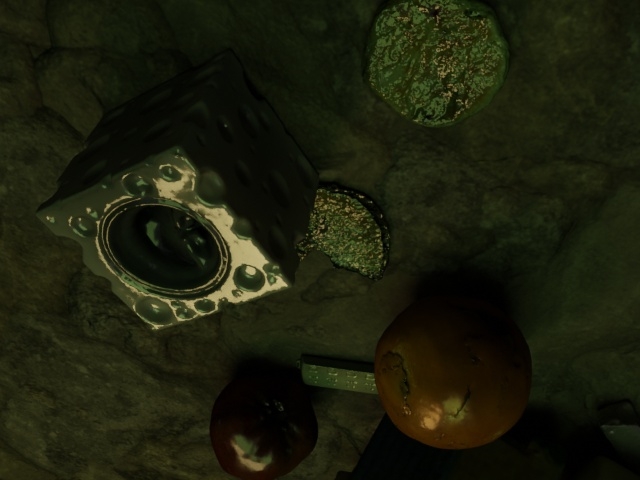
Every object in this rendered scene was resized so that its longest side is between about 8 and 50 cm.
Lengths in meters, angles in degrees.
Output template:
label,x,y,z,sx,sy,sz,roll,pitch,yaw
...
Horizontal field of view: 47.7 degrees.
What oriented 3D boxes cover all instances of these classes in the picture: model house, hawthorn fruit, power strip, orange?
label,x,y,z,sx,sy,sz,roll,pitch,yaw
model house,0.202,0.492,1.385,0.343,0.334,0.382,30,148,8
hawthorn fruit,-0.126,0.364,1.397,0.208,0.208,0.248,29,145,-14
power strip,0.078,0.256,1.358,0.253,0.027,0.060,6,130,6
orange,0.205,0.202,1.136,0.246,0.246,0.246,6,133,7

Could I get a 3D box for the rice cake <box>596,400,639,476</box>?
label,x,y,z,sx,sy,sz,roll,pitch,yaw
rice cake,0.628,0.431,1.380,0.070,0.064,0.399,-28,122,20

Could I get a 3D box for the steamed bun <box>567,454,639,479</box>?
label,x,y,z,sx,sy,sz,roll,pitch,yaw
steamed bun,0.523,0.652,1.335,0.371,0.290,0.455,33,100,18

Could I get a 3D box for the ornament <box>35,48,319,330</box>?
label,x,y,z,sx,sy,sz,roll,pitch,yaw
ornament,-0.175,-0.062,0.979,0.239,0.239,0.239,-20,125,26

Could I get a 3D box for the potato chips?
label,x,y,z,sx,sy,sz,roll,pitch,yaw
potato chips,0.001,-0.003,1.144,0.220,0.029,0.202,-12,128,18

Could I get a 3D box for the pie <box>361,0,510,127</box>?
label,x,y,z,sx,sy,sz,roll,pitch,yaw
pie,0.141,-0.226,0.898,0.187,0.041,0.186,6,133,7
